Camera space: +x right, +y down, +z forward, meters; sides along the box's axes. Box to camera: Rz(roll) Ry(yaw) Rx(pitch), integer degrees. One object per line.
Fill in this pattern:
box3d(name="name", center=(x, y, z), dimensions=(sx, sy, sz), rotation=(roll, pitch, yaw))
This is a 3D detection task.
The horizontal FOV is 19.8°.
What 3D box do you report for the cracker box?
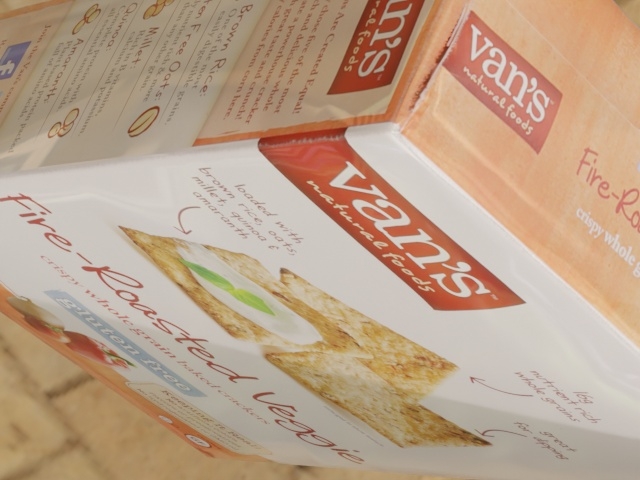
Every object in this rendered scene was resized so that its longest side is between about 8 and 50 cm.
box3d(name="cracker box", center=(0.000, 0.000, 0.476), dimensions=(0.155, 0.067, 0.232), rotation=(40, 153, -32))
